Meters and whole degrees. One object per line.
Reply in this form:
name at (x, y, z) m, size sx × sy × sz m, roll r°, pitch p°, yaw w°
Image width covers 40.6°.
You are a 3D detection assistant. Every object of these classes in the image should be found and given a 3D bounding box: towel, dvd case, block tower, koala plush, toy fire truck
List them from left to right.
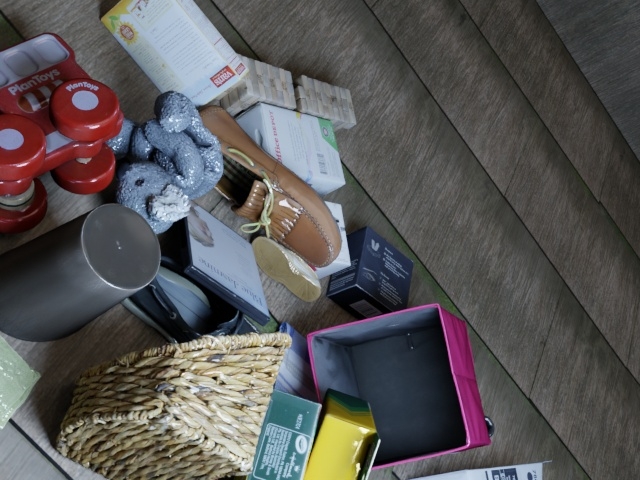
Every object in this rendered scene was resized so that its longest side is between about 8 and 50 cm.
towel at (-0.471, 0.182, 1.205) m, size 0.148 × 0.027 × 0.110 m, roll 50°, pitch 43°, yaw -20°
toy fire truck at (-0.457, -0.176, 1.296) m, size 0.302 × 0.169 × 0.254 m, roll -35°, pitch 71°, yaw -32°
koala plush at (-0.272, -0.094, 1.445) m, size 0.203 × 0.196 × 0.221 m, roll 49°, pitch 38°, yaw -34°
dvd case at (-0.175, 0.029, 1.517) m, size 0.180 × 0.022 × 0.253 m, roll 38°, pitch 16°, yaw -29°
block tower at (-0.074, -0.298, 1.836) m, size 0.335 × 0.097 × 0.091 m, roll 7°, pitch 66°, yaw -44°
towel at (-0.022, 0.305, 1.593) m, size 0.209 × 0.034 × 0.285 m, roll 43°, pitch 32°, yaw -26°

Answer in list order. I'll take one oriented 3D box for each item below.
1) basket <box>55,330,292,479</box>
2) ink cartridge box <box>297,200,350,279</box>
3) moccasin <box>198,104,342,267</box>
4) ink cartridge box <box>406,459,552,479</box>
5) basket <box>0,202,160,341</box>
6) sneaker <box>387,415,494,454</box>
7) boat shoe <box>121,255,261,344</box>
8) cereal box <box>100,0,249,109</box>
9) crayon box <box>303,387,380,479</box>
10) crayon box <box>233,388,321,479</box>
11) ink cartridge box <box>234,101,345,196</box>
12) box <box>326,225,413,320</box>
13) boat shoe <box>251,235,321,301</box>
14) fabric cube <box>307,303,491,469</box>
basket at (-0.227, 0.211, 1.247) m, size 0.213 × 0.299 × 0.223 m, roll 37°, pitch 51°, yaw -27°
ink cartridge box at (0.000, 0.000, 1.761) m, size 0.056 × 0.099 × 0.135 m, roll 10°, pitch 63°, yaw -44°
moccasin at (-0.116, -0.088, 1.612) m, size 0.380 × 0.139 × 0.147 m, roll 48°, pitch 43°, yaw -7°
ink cartridge box at (0.347, 0.516, 1.834) m, size 0.332 × 0.165 × 0.065 m, roll 8°, pitch 65°, yaw -44°
basket at (-0.348, 0.044, 1.254) m, size 0.204 × 0.227 × 0.154 m, roll -8°, pitch 77°, yaw -50°
sneaker at (0.259, 0.389, 1.815) m, size 0.293 × 0.146 × 0.102 m, roll 12°, pitch 63°, yaw -45°
boat shoe at (-0.190, 0.127, 1.475) m, size 0.340 × 0.113 × 0.127 m, roll 43°, pitch 44°, yaw -25°
cereal box at (-0.268, -0.359, 1.588) m, size 0.240 × 0.173 × 0.047 m, roll 50°, pitch 41°, yaw -19°
crayon box at (0.014, 0.353, 1.320) m, size 0.083 × 0.323 × 0.203 m, roll 19°, pitch 88°, yaw 1°
crayon box at (-0.092, 0.385, 1.304) m, size 0.081 × 0.318 × 0.202 m, roll 19°, pitch 53°, yaw -4°
ink cartridge box at (-0.063, -0.182, 1.788) m, size 0.212 × 0.093 × 0.154 m, roll 7°, pitch 65°, yaw -48°
box at (0.108, 0.082, 1.844) m, size 0.156 × 0.093 × 0.158 m, roll 37°, pitch 48°, yaw -29°
boat shoe at (-0.067, 0.050, 1.700) m, size 0.170 × 0.063 × 0.059 m, roll 45°, pitch 20°, yaw -12°
fabric cube at (0.152, 0.280, 1.606) m, size 0.258 × 0.254 × 0.259 m, roll 33°, pitch 44°, yaw -68°
